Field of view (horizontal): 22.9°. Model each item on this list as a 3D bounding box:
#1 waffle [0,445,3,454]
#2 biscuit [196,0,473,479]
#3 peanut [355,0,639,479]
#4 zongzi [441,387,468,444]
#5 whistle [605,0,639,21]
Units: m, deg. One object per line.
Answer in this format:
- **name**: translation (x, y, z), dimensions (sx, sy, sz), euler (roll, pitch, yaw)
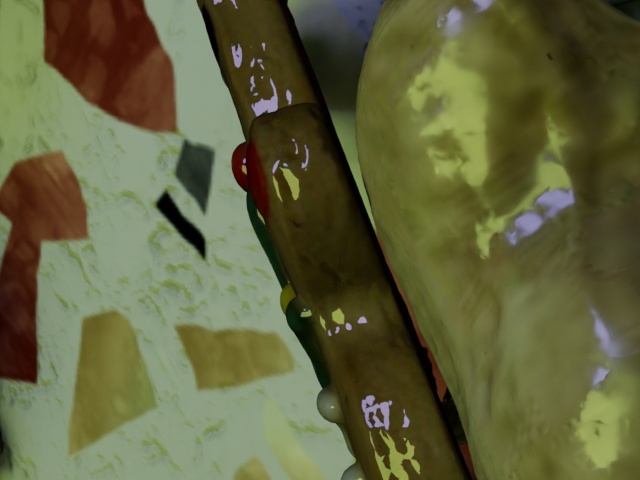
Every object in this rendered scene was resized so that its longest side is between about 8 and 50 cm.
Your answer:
- **waffle**: translation (-0.320, 0.098, 1.017), dimensions (0.302, 0.068, 0.325), euler (29, 122, 33)
- **biscuit**: translation (0.000, 0.000, 0.591), dimensions (0.049, 0.197, 0.301), euler (-24, 61, 5)
- **peanut**: translation (0.090, 0.019, 0.483), dimensions (0.122, 0.137, 0.253), euler (-24, 72, 1)
- **zongzi**: translation (0.084, 0.041, 0.653), dimensions (0.073, 0.067, 0.083), euler (-15, 75, 50)
- **whistle**: translation (0.146, -0.086, 0.540), dimensions (0.123, 0.123, 0.223), euler (-15, 112, 43)
